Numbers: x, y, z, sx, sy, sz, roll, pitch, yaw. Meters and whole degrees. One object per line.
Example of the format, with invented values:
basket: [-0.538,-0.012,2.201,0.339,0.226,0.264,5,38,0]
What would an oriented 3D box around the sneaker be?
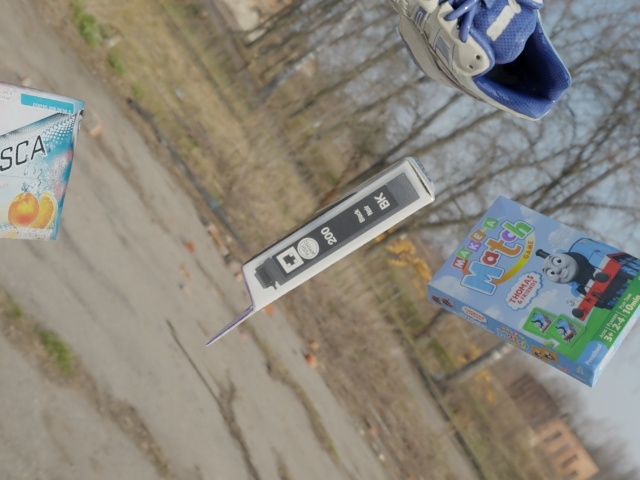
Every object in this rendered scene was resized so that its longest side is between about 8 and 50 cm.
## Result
sneaker: [0.095,-0.189,0.683,0.131,0.112,0.296,42,6,39]

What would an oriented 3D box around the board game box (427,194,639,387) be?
board game box: [0.253,0.051,1.109,0.211,0.160,0.039,27,-29,28]

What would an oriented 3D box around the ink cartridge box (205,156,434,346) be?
ink cartridge box: [0.000,0.000,0.820,0.045,0.208,0.206,56,8,-1]

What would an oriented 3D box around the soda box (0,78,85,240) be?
soda box: [-0.184,-0.050,0.399,0.183,0.058,0.063,17,7,31]
